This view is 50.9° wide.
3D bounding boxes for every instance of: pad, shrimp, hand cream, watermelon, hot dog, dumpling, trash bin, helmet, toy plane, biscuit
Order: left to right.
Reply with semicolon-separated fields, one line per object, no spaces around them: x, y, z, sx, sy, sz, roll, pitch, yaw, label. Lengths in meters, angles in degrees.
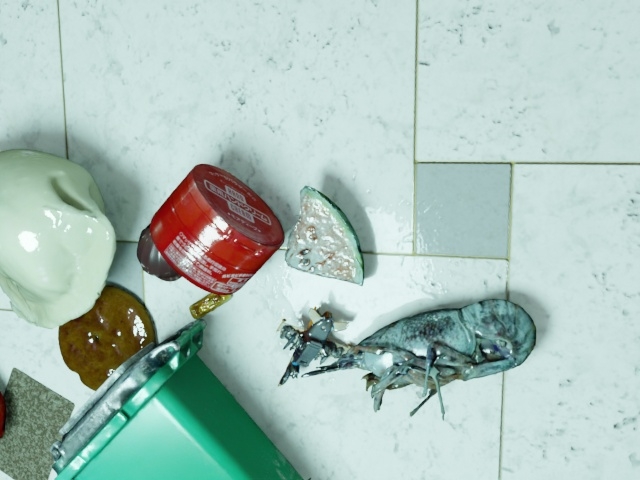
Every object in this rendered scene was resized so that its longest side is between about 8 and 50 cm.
-0.516;-0.003;1.176;0.394;0.233;0.316;27;109;26;dumpling
-0.598;0.393;1.373;0.158;0.003;0.235;27;105;12;pad
-0.403;0.188;1.264;0.212;0.036;0.212;3;100;15;biscuit
-0.281;0.020;1.183;0.098;0.070;0.123;18;102;13;helmet
-0.206;0.356;1.125;0.381;0.259;0.295;44;98;-1;trash bin
-0.199;0.112;1.191;0.090;0.034;0.030;-33;88;20;hot dog
-0.165;-0.017;1.080;0.193;0.193;0.125;46;107;5;hand cream
-0.027;0.193;1.138;0.135;0.062;0.188;26;110;-15;toy plane
0.000;0.000;1.100;0.139;0.071;0.187;-24;99;26;watermelon
0.147;0.191;1.028;0.371;0.172;0.137;-25;96;12;shrimp

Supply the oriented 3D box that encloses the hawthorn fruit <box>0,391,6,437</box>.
-0.706;0.344;1.310;0.185;0.185;0.202;-42;90;18;hawthorn fruit
